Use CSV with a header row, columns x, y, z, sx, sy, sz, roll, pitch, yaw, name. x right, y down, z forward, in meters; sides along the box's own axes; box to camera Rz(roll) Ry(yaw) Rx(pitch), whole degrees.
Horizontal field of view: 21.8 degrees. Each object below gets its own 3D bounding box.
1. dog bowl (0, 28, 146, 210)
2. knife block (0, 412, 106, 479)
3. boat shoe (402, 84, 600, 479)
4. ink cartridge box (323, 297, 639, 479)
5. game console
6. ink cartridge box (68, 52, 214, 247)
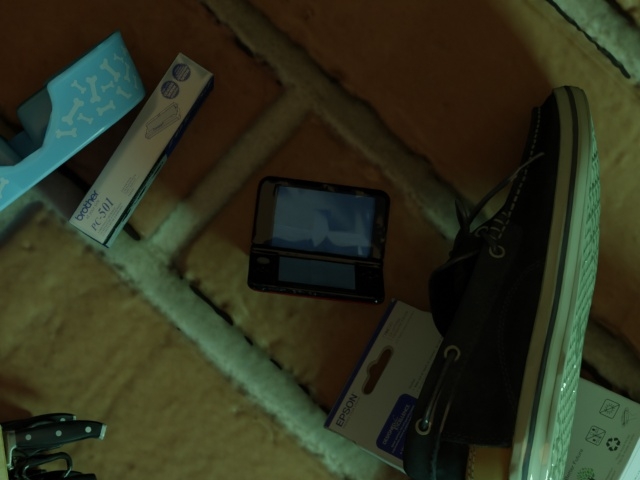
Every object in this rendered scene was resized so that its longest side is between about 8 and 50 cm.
x,y,z,sx,sy,sz,roll,pitch,yaw,name
-0.302,-0.098,1.688,0.297,0.166,0.074,-39,101,-5,dog bowl
-0.354,0.227,1.629,0.242,0.275,0.088,-10,87,25,knife block
0.187,0.039,1.626,0.156,0.187,0.500,4,53,16,boat shoe
0.174,0.191,1.691,0.332,0.065,0.165,25,82,36,ink cartridge box
0.000,0.000,1.738,0.144,0.124,0.085,7,113,-3,game console
-0.184,-0.091,1.722,0.046,0.097,0.207,32,85,-1,ink cartridge box
